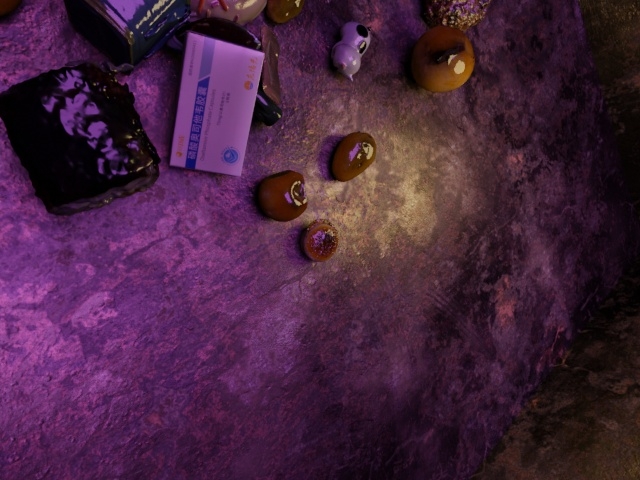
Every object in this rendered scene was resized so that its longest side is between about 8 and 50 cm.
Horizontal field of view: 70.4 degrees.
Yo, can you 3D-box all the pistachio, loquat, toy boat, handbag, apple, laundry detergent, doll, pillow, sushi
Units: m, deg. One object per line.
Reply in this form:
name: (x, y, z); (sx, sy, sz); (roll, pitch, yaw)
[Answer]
pistachio: (-0.098, -0.760, 1.405); (0.110, 0.100, 0.190); (28, 75, -37)
loquat: (0.446, -0.664, 1.678); (0.234, 0.235, 0.236); (-1, 91, -32)
toy boat: (-0.293, -0.543, 1.263); (0.261, 0.115, 0.115); (-11, 90, -41)
handbag: (-0.454, -0.571, 1.083); (0.222, 0.263, 0.241); (42, 73, -19)
apple: (-0.105, -0.134, 1.382); (0.163, 0.147, 0.147); (-27, 105, -31)
laundry detergent: (-0.205, -0.427, 1.323); (0.211, 0.137, 0.063); (42, 91, -23)
doll: (0.100, -0.641, 1.532); (0.110, 0.106, 0.181); (32, 79, -50)
pillow: (-0.151, -0.530, 1.371); (0.135, 0.034, 0.212); (9, 78, -70)
sushi: (-0.529, -0.224, 1.023); (0.281, 0.299, 0.295); (-26, 103, -29)

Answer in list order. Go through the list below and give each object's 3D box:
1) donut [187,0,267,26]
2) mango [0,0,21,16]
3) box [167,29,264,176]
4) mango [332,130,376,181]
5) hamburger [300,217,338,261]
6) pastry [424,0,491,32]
donut: (-0.297, -0.785, 1.256); (0.382, 0.142, 0.384); (0, 90, -32)
mango: (-0.722, -0.633, 0.989); (0.175, 0.139, 0.255); (25, 84, -27)
box: (-0.284, -0.356, 1.219); (0.200, 0.065, 0.344); (7, 112, -23)
mango: (0.114, -0.283, 1.550); (0.137, 0.098, 0.195); (37, 76, -31)
hamburger: (0.000, 0.000, 1.489); (0.126, 0.081, 0.141); (26, 78, -30)
pastry: (0.520, -0.934, 1.761); (0.274, 0.193, 0.275); (-4, 110, -12)
